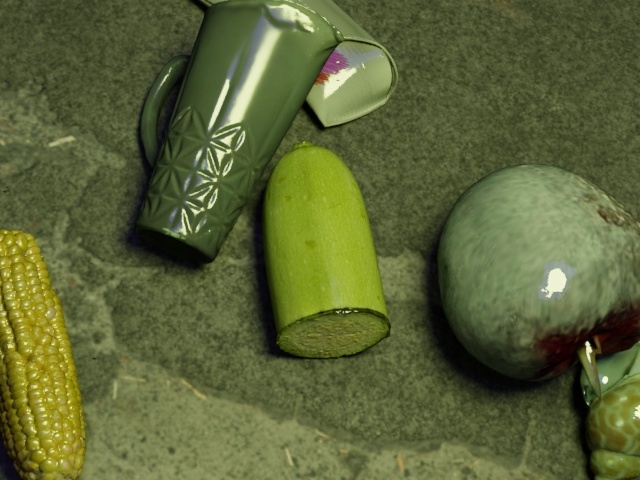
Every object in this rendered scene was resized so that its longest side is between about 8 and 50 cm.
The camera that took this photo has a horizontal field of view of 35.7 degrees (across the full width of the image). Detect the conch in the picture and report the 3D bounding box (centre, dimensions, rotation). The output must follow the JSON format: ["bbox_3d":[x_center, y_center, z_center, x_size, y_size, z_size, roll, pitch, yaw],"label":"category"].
[{"bbox_3d":[0.362,0.195,1.155,0.116,0.106,0.173,-7,45,8],"label":"conch"}]

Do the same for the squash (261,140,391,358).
[{"bbox_3d":[0.000,0.000,1.153,0.132,0.132,0.247,-1,64,-13],"label":"squash"}]

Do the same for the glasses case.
[{"bbox_3d":[-0.039,-0.284,1.306,0.128,0.083,0.308,-39,78,-26],"label":"glasses case"}]

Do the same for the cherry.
[{"bbox_3d":[0.259,0.043,1.142,0.255,0.218,0.296,-16,55,-15],"label":"cherry"}]

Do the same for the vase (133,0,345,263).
[{"bbox_3d":[-0.123,-0.129,1.174,0.251,0.156,0.301,10,71,34],"label":"vase"}]

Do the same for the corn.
[{"bbox_3d":[-0.310,0.118,1.041,0.101,0.101,0.292,-14,67,-18],"label":"corn"}]
